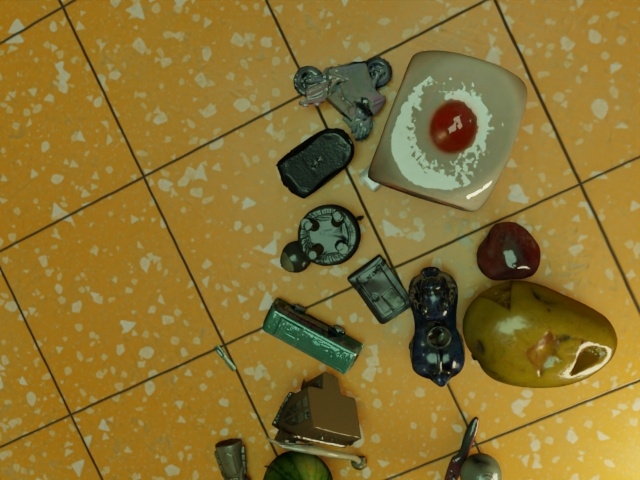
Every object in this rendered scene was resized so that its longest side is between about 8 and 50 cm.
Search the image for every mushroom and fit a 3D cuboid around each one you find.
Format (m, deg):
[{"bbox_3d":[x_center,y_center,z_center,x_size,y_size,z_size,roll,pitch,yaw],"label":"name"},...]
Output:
[{"bbox_3d":[0.005,0.532,1.784,0.306,0.043,0.068,25,132,-32],"label":"mushroom"}]

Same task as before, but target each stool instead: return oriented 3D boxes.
[{"bbox_3d":[0.006,0.007,1.773,0.153,0.139,0.228,36,97,6],"label":"stool"}]

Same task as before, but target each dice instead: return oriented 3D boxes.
[{"bbox_3d":[0.280,-0.241,1.607,0.277,0.304,0.304,18,93,1],"label":"dice"}]

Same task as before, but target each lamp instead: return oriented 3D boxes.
[{"bbox_3d":[0.401,0.586,1.780,0.105,0.105,0.105,1,95,9],"label":"lamp"}]

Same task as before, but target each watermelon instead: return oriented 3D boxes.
[{"bbox_3d":[-0.061,0.632,1.821,0.188,0.214,0.188,2,83,-19],"label":"watermelon"}]

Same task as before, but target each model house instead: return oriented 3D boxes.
[{"bbox_3d":[-0.046,0.460,1.838,0.248,0.181,0.176,-36,46,35],"label":"model house"}]

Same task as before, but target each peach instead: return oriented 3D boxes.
[{"bbox_3d":[0.448,0.038,1.701,0.152,0.152,0.152,1,95,9],"label":"peach"}]

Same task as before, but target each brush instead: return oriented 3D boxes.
[{"bbox_3d":[-0.256,0.316,1.908,0.016,0.013,0.084,-38,90,8],"label":"brush"}]

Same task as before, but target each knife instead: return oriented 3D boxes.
[{"bbox_3d":[0.355,0.564,1.829,0.035,0.018,0.247,20,99,4],"label":"knife"}]

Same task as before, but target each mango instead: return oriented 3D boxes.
[{"bbox_3d":[0.519,0.226,1.694,0.364,0.182,0.253,6,106,-3],"label":"mango"}]

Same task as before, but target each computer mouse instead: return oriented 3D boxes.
[{"bbox_3d":[-0.008,-0.200,1.788,0.217,0.073,0.122,-34,96,19],"label":"computer mouse"}]

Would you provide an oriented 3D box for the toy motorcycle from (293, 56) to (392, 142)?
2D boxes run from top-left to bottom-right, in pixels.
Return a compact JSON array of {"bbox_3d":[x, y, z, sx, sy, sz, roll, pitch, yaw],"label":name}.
[{"bbox_3d":[0.063,-0.338,1.746,0.239,0.108,0.204,-7,94,10],"label":"toy motorcycle"}]

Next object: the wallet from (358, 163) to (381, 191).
[{"bbox_3d":[0.158,-0.183,1.787,0.061,0.025,0.122,45,101,0],"label":"wallet"}]

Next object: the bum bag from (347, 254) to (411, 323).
[{"bbox_3d":[0.154,0.127,1.821,0.109,0.026,0.159,-34,94,10],"label":"bum bag"}]

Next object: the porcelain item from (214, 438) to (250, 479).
[{"bbox_3d":[-0.229,0.644,1.914,0.084,0.054,0.213,-10,94,12],"label":"porcelain item"}]

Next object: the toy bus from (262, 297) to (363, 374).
[{"bbox_3d":[-0.023,0.242,1.818,0.261,0.109,0.091,26,105,7],"label":"toy bus"}]

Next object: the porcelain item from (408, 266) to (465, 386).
[{"bbox_3d":[0.283,0.210,1.719,0.138,0.186,0.288,-3,99,4],"label":"porcelain item"}]
